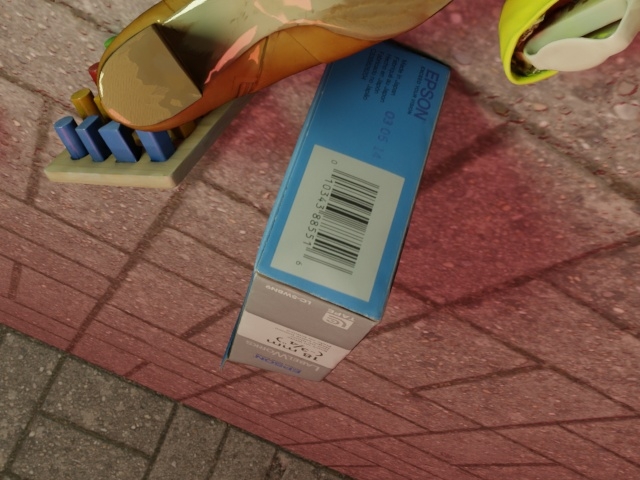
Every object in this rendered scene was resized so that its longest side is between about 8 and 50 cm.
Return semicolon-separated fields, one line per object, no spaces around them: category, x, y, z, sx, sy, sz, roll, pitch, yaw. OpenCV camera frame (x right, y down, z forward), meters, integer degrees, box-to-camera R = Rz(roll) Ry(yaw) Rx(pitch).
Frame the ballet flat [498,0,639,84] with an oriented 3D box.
ballet flat;0.200;-0.153;0.422;0.077;0.077;0.231;35;151;-25

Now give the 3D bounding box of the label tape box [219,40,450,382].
label tape box;0.000;0.000;0.687;0.106;0.241;0.334;20;155;-3

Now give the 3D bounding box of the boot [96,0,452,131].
boot;-0.031;-0.174;0.512;0.104;0.295;0.211;61;179;-19

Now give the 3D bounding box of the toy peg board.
toy peg board;-0.172;-0.132;0.666;0.161;0.161;0.079;5;135;30
